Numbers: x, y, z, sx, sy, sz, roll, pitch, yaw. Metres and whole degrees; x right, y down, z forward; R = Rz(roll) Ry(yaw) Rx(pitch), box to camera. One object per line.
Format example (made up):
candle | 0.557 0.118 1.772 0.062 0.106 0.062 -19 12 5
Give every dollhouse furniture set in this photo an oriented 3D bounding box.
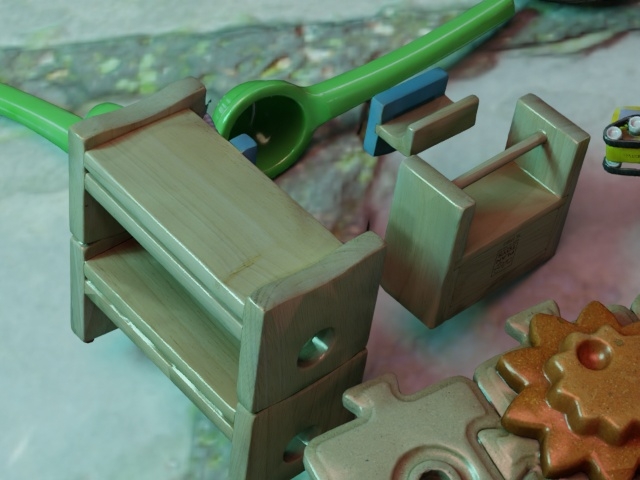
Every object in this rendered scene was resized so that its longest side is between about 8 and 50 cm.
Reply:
dollhouse furniture set | 0.000 0.000 0.674 0.184 0.129 0.129 -28 55 -32

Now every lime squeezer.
lime squeezer | -0.055 -0.063 0.755 0.310 0.058 0.110 -7 29 11

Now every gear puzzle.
gear puzzle | 0.089 0.101 0.557 0.339 0.044 0.175 -22 60 -20

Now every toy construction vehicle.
toy construction vehicle | 0.175 -0.030 0.655 0.098 0.086 0.035 3 55 16

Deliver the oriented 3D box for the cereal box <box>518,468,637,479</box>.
cereal box | 0.085 0.201 0.545 0.173 0.047 0.240 -15 57 -13

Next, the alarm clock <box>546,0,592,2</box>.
alarm clock | 0.145 -0.174 0.755 0.192 0.064 0.129 26 69 27
